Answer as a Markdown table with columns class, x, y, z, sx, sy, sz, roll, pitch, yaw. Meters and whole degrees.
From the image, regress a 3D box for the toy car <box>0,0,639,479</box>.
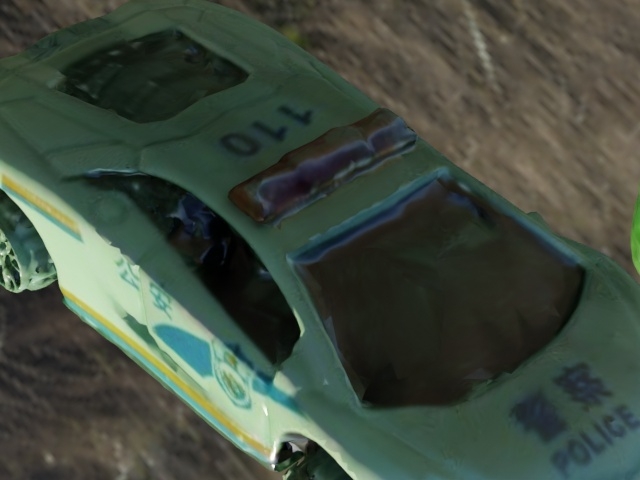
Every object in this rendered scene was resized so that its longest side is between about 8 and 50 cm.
| class | x | y | z | sx | sy | sz | roll | pitch | yaw |
| --- | --- | --- | --- | --- | --- | --- | --- | --- | --- |
| toy car | 0.000 | 0.000 | 0.370 | 0.093 | 0.186 | 0.058 | -29 | 139 | -32 |

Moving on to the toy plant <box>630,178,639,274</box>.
| class | x | y | z | sx | sy | sz | roll | pitch | yaw |
| --- | --- | --- | --- | --- | --- | --- | --- | --- | --- |
| toy plant | 0.250 | -0.173 | 0.912 | 0.317 | 0.356 | 0.211 | -23 | 166 | 31 |
